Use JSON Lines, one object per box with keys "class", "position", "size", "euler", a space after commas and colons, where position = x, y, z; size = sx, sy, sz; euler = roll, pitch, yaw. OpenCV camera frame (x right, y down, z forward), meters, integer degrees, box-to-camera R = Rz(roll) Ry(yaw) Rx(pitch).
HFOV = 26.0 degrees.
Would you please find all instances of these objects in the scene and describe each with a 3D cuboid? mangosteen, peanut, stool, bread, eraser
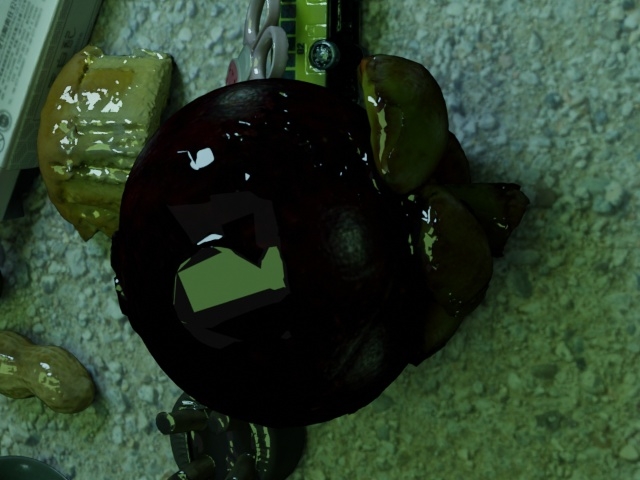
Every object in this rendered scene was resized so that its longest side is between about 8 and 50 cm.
{"class": "mangosteen", "position": [-0.017, 0.004, 1.455], "size": [0.421, 0.381, 0.381], "euler": [-17, 88, 30]}
{"class": "peanut", "position": [-0.382, 0.178, 1.854], "size": [0.192, 0.089, 0.089], "euler": [17, 105, 28]}
{"class": "stool", "position": [-0.130, 0.226, 1.682], "size": [0.228, 0.139, 0.153], "euler": [42, 113, 16]}
{"class": "bread", "position": [-0.268, -0.112, 1.709], "size": [0.174, 0.133, 0.252], "euler": [5, 99, 12]}
{"class": "eraser", "position": [-0.377, -0.220, 1.790], "size": [0.098, 0.096, 0.404], "euler": [32, 112, 21]}

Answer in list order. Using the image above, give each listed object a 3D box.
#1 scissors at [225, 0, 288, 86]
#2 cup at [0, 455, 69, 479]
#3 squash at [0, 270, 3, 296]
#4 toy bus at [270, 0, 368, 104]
{"class": "scissors", "position": [-0.088, -0.185, 1.604], "size": [0.242, 0.030, 0.118], "euler": [126, 140, -53]}
{"class": "cup", "position": [-0.429, 0.409, 1.873], "size": [0.199, 0.199, 0.150], "euler": [57, 137, 11]}
{"class": "squash", "position": [-0.476, -0.005, 1.783], "size": [0.087, 0.087, 0.331], "euler": [34, 153, 22]}
{"class": "toy bus", "position": [-0.004, -0.240, 1.578], "size": [0.101, 0.088, 0.175], "euler": [5, 96, 31]}
